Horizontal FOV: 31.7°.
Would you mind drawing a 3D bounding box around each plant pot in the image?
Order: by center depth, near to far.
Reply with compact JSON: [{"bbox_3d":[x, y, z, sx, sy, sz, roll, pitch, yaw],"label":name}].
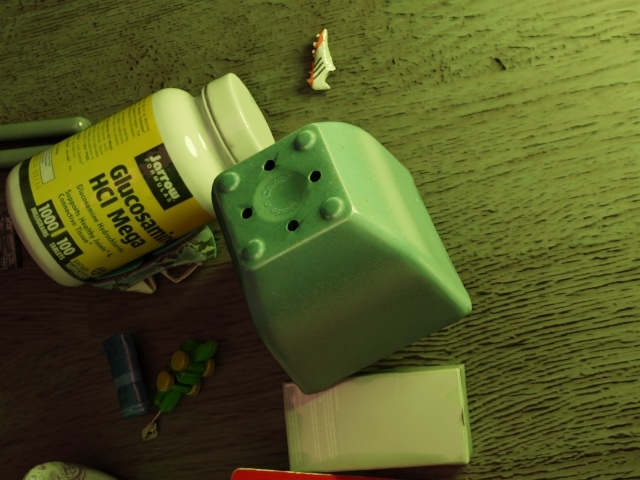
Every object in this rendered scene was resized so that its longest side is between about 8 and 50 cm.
[{"bbox_3d":[0.000,0.000,1.381,0.248,0.252,0.247,-28,57,10],"label":"plant pot"}]

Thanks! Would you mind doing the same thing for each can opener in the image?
[{"bbox_3d":[-0.465,-0.132,1.609,0.281,0.093,0.074,-4,87,7],"label":"can opener"}]

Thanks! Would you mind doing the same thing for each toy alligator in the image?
[{"bbox_3d":[-0.204,0.195,1.565,0.189,0.056,0.051,-53,43,22],"label":"toy alligator"}]

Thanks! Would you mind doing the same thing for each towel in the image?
[{"bbox_3d":[-0.270,0.187,1.568,0.029,0.067,0.119,-10,80,-32],"label":"towel"}]

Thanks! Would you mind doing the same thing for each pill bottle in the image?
[{"bbox_3d":[-0.232,-0.086,1.504,0.334,0.188,0.187,-26,84,10],"label":"pill bottle"}]

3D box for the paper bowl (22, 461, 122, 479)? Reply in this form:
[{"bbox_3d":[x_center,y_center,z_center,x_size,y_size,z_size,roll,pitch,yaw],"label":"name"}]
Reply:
[{"bbox_3d":[-0.292,0.425,1.454,0.284,0.284,0.148,36,97,10],"label":"paper bowl"}]

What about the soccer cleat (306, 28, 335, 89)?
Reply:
[{"bbox_3d":[0.005,-0.247,1.543,0.036,0.029,0.083,11,94,3],"label":"soccer cleat"}]

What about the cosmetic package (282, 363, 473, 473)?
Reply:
[{"bbox_3d":[0.077,0.233,1.478,0.238,0.107,0.127,-4,88,9],"label":"cosmetic package"}]

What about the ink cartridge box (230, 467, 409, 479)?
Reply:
[{"bbox_3d":[0.028,0.437,1.398,0.310,0.130,0.271,8,90,-20],"label":"ink cartridge box"}]

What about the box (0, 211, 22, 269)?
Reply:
[{"bbox_3d":[-0.471,0.002,1.638,0.067,0.018,0.083,-8,87,11],"label":"box"}]

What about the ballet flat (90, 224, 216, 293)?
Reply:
[{"bbox_3d":[-0.229,0.039,1.569,0.188,0.070,0.070,-24,84,14],"label":"ballet flat"}]
